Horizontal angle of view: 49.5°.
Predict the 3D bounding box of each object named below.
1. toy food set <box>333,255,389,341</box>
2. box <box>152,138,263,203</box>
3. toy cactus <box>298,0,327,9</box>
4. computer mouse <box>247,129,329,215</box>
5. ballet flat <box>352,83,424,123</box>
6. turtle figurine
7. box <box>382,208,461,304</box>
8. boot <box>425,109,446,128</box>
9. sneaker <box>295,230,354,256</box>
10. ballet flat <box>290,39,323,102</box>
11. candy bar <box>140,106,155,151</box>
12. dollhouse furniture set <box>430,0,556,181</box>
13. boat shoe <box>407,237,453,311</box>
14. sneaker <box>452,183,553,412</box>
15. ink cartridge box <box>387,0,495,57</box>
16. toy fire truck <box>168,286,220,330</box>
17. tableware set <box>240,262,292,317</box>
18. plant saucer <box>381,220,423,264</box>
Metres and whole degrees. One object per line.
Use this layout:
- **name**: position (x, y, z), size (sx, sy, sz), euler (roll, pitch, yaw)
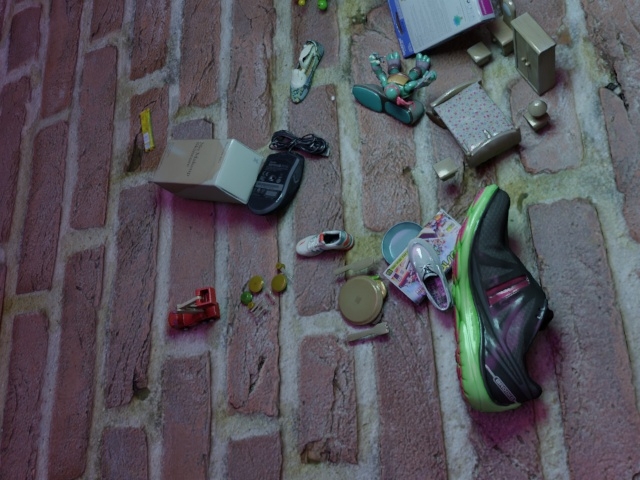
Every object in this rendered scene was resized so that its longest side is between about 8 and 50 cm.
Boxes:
- **toy food set**: position (0.105, 0.147, 1.699), size (0.133, 0.039, 0.191), euler (-20, 70, 27)
- **box**: position (-0.316, -0.195, 1.927), size (0.311, 0.121, 0.147), euler (6, 72, 45)
- **toy cactus**: position (-0.017, -0.779, 2.051), size (0.181, 0.112, 0.219), euler (-33, 52, 2)
- **computer mouse**: position (-0.099, -0.170, 1.893), size (0.189, 0.072, 0.272), euler (17, 68, 32)
- **ballet flat**: position (0.180, -0.369, 1.829), size (0.213, 0.072, 0.068), euler (33, 62, 31)
- **turtle figurine**: position (0.198, -0.411, 1.740), size (0.175, 0.234, 0.118), euler (23, 124, 5)
- **box**: position (0.258, 0.039, 1.634), size (0.114, 0.036, 0.207), euler (42, 94, 12)
- **boot**: position (0.334, -0.320, 1.744), size (0.087, 0.042, 0.118), euler (-46, 60, -2)
- **sneaker**: position (0.000, 0.000, 1.773), size (0.162, 0.075, 0.057), euler (-8, 69, 24)
- **ballet flat**: position (-0.051, -0.488, 1.977), size (0.070, 0.070, 0.188), euler (14, 80, 30)
- **candy bar**: position (-0.551, -0.352, 2.206), size (0.040, 0.018, 0.161), euler (-24, 64, 21)
- **dollhouse furniture set**: position (0.358, -0.367, 1.634), size (0.356, 0.174, 0.303), euler (-30, 61, 3)
- **boat shoe**: position (0.248, 0.079, 1.581), size (0.066, 0.063, 0.184), euler (-19, 82, 9)
- **sneaker**: position (0.389, 0.120, 1.491), size (0.203, 0.185, 0.482), euler (-1, 83, 5)
- **ink cartridge box**: position (0.290, -0.590, 1.737), size (0.311, 0.065, 0.185), euler (-8, 102, 60)
- **toy fire truck**: position (-0.338, 0.185, 1.843), size (0.192, 0.135, 0.047), euler (-20, 65, 19)
- **tableware set**: position (-0.144, 0.125, 1.836), size (0.154, 0.024, 0.104), euler (-50, 56, 5)
- **plant saucer**: position (0.209, 0.013, 1.697), size (0.120, 0.021, 0.119), euler (-9, 70, 24)
